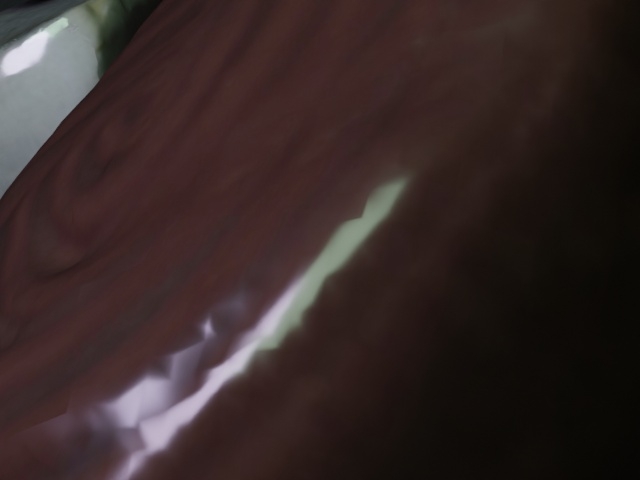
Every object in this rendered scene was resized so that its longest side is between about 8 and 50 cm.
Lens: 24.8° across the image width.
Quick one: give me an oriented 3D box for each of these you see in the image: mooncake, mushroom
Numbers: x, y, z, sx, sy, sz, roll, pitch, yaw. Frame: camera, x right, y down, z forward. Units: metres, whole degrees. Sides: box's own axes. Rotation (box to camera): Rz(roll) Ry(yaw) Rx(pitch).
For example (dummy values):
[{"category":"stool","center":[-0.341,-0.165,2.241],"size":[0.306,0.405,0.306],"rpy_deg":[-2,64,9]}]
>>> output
[{"category":"mooncake","center":[0.000,0.000,0.520],"size":[0.326,0.174,0.333],"rpy_deg":[-35,35,20]},{"category":"mushroom","center":[-0.239,-0.023,0.754],"size":[0.397,0.126,0.177],"rpy_deg":[-23,23,17]}]
